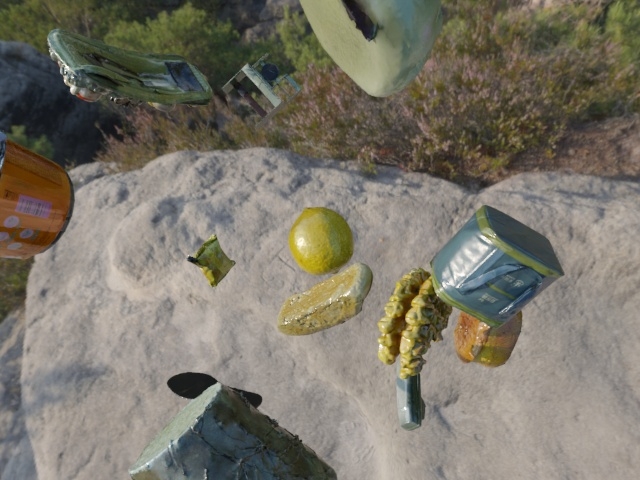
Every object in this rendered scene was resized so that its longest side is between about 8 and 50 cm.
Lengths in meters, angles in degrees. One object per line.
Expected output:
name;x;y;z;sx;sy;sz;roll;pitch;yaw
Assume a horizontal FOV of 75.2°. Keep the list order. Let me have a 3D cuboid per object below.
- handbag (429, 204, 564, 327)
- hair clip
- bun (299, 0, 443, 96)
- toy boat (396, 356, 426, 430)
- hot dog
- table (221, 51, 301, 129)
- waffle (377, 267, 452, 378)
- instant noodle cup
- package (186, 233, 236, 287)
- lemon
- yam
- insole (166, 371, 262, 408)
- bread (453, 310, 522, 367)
handbag;0.457;0.070;1.105;0.263;0.241;0.222;25;34;-9
hair clip;-0.354;-0.303;0.795;0.091;0.321;0.138;-42;80;28
bun;0.094;-0.393;0.672;0.187;0.293;0.293;-36;64;0
toy boat;0.278;0.449;1.274;0.085;0.078;0.260;32;38;-20
hot dog;0.013;0.121;0.786;0.243;0.073;0.084;-32;31;37
table;-0.167;-0.437;1.200;0.175;0.062;0.146;-42;92;4
waffle;0.289;0.228;1.227;0.151;0.260;0.324;18;27;26
instant noodle cup;-0.378;-0.051;0.481;0.208;0.125;0.177;-4;78;21
package;-0.463;0.091;1.786;0.090;0.226;0.168;19;57;39
lemon;0.000;0.000;1.141;0.179;0.178;0.202;-26;87;-3
yam;-0.141;0.435;0.748;0.348;0.241;0.241;45;76;-9
insole;-0.308;0.425;1.171;0.349;0.119;0.009;2;104;32
bread;0.614;0.324;1.553;0.173;0.312;0.311;21;69;3
